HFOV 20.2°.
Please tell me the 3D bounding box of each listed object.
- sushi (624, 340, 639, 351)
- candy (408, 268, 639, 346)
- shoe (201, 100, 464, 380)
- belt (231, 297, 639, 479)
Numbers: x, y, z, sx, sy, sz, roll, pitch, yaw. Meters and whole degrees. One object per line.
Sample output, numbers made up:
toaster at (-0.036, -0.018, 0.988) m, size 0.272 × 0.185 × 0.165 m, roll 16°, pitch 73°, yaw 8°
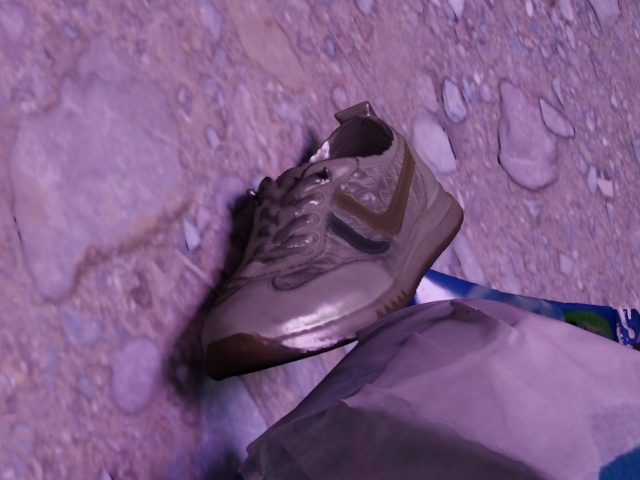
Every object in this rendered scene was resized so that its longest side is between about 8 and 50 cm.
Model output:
sushi at (0.197, 0.179, 1.218) m, size 0.192 × 0.040 × 0.210 m, roll -12°, pitch 112°, yaw -47°
candy at (0.157, 0.116, 1.275) m, size 0.331 × 0.077 × 0.187 m, roll 15°, pitch 59°, yaw -49°
shoe at (0.000, 0.000, 1.086) m, size 0.098 × 0.103 × 0.275 m, roll 62°, pitch 27°, yaw -11°
belt at (0.119, 0.245, 0.937) m, size 0.436 × 0.300 × 0.173 m, roll 65°, pitch 32°, yaw -14°
